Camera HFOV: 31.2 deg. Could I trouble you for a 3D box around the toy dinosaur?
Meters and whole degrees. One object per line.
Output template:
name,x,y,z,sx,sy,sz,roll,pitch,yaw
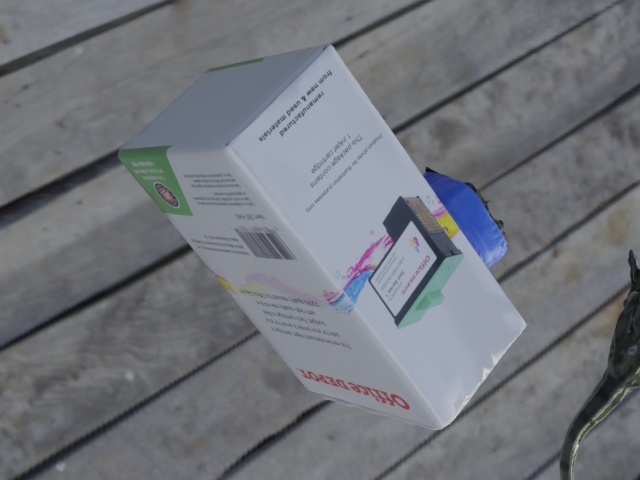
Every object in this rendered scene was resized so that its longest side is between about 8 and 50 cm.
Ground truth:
toy dinosaur,0.235,0.078,0.844,0.268,0.064,0.118,-65,176,26

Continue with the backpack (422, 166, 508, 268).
backpack,0.116,-0.002,1.085,0.101,0.120,0.098,-43,107,-11

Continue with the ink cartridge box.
ink cartridge box,0.000,0.000,0.891,0.117,0.201,0.278,-46,113,-21
